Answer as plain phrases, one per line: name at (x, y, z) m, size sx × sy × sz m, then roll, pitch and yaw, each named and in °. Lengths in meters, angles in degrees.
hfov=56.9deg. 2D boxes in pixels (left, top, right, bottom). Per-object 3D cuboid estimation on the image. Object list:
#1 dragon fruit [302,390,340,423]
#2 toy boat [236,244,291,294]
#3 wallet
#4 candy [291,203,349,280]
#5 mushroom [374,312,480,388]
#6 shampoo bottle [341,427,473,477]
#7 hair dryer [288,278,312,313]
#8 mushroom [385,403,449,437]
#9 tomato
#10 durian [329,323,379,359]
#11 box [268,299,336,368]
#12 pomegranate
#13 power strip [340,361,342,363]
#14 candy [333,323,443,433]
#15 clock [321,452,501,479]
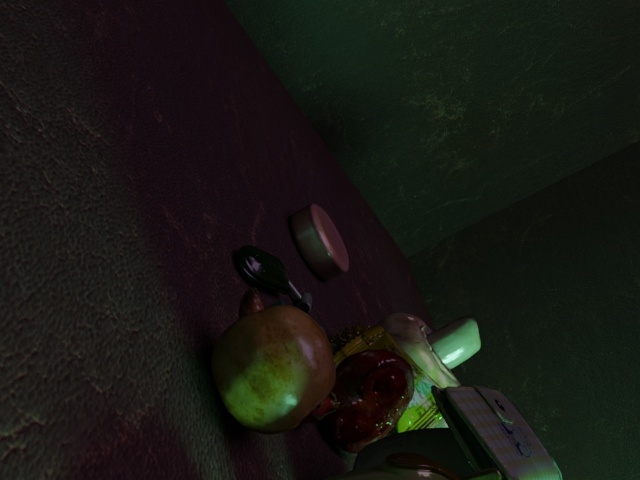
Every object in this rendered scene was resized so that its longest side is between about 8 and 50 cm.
dragon fruit at (-0.016, 0.314, 1.148) m, size 0.116 × 0.086 × 0.081 m, roll 30°, pitch 38°, yaw -48°
toy boat at (-0.124, 0.065, 1.334) m, size 0.210 × 0.052 × 0.104 m, roll 31°, pitch 36°, yaw -64°
wallet at (0.316, 0.356, 1.048) m, size 0.310 × 0.077 × 0.223 m, roll 29°, pitch 28°, yaw -52°
candy at (0.000, 0.000, 1.845) m, size 0.255 × 0.095 × 0.255 m, roll 57°, pitch 14°, yaw -22°
mushroom at (0.323, 0.396, 1.868) m, size 0.353 × 0.354 × 0.324 m, roll -50°, pitch 137°, yaw -76°
shampoo bottle at (0.186, 0.498, 1.035) m, size 0.322 × 0.318 × 0.322 m, roll 59°, pitch 13°, yaw -23°
hair dryer at (-0.067, 0.125, 1.481) m, size 0.124 × 0.038 × 0.063 m, roll 52°, pitch 13°, yaw -11°
mushroom at (0.255, 0.486, 1.506) m, size 0.184 × 0.254 × 0.254 m, roll 22°, pitch 26°, yaw -14°
tomato at (0.092, 0.338, 1.313) m, size 0.200 × 0.233 × 0.140 m, roll 43°, pitch -7°, yaw -41°
durian at (0.130, 0.325, 1.617) m, size 0.183 × 0.138 × 0.249 m, roll 59°, pitch 4°, yaw 30°
box at (-0.032, 0.242, 1.338) m, size 0.226 × 0.042 × 0.160 m, roll 42°, pitch 23°, yaw -56°
pomegranate at (-0.075, 0.202, 0.945) m, size 0.207 × 0.207 × 0.207 m, roll 57°, pitch 14°, yaw -22°
power strip at (0.084, 0.368, 1.510) m, size 0.136 × 0.051 × 0.019 m, roll 62°, pitch 16°, yaw -4°
candy at (0.171, 0.345, 1.437) m, size 0.297 × 0.187 × 0.081 m, roll 44°, pitch -27°, yaw 26°
clock at (0.118, 0.442, 0.815) m, size 0.286 × 0.349 × 0.117 m, roll 66°, pitch 13°, yaw 13°
